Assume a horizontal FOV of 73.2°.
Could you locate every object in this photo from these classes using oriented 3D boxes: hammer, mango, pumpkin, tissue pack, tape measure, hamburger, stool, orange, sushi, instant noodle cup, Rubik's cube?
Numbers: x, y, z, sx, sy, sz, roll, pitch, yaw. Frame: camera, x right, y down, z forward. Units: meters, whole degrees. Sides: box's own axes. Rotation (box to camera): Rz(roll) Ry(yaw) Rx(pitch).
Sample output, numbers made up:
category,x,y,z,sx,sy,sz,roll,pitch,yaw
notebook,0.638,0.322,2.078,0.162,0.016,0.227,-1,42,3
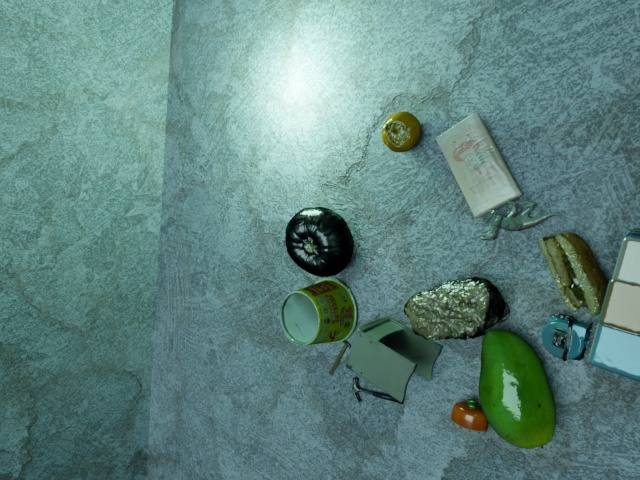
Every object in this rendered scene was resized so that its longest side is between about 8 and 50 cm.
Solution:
category,x,y,z,sx,sy,sz,roll,pitch,yaw
hammer,0.086,0.543,1.968,0.062,0.013,0.199,38,116,31
mango,0.628,0.482,1.413,0.225,0.201,0.381,-24,76,47
pumpkin,0.000,0.000,1.858,0.315,0.238,0.315,14,118,27
tissue pack,0.546,-0.259,1.498,0.170,0.071,0.325,-30,75,34
tape measure,0.772,0.305,1.360,0.125,0.081,0.146,17,104,47
hamburger,0.785,0.092,1.301,0.124,0.131,0.262,145,105,-72
stool,0.282,0.443,1.658,0.270,0.244,0.170,26,110,35
orange,0.303,-0.414,1.641,0.155,0.134,0.154,4,95,46
sushi,0.466,0.251,1.530,0.350,0.171,0.210,-19,79,42
instant noodle cup,-0.021,0.322,1.895,0.311,0.221,0.311,2,93,39
Rubik's cube,0.914,0.174,1.066,0.344,0.347,0.346,18,104,35
hammer,0.243,0.666,1.846,0.246,0.029,0.103,4,96,37

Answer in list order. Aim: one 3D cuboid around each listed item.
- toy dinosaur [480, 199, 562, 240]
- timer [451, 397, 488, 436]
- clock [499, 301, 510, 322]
category,x,y,z,sx,sy,sz,roll,pitch,yaw
toy dinosaur,0.662,-0.061,1.434,0.242,0.053,0.167,6,123,26
timer,0.543,0.633,1.562,0.136,0.099,0.136,-3,84,28
clock,0.622,0.246,1.513,0.085,0.017,0.085,4,96,39
